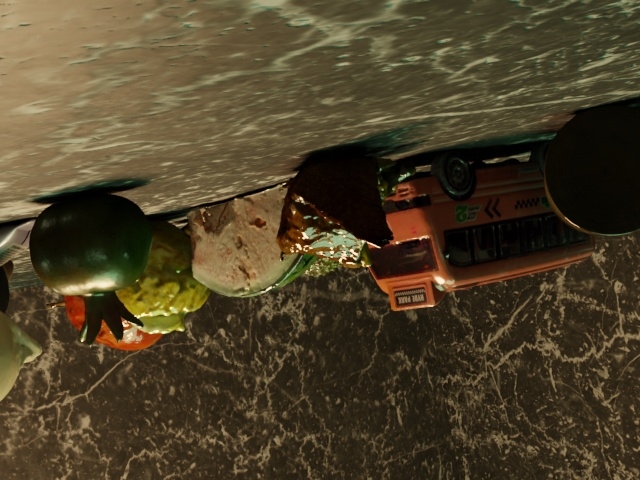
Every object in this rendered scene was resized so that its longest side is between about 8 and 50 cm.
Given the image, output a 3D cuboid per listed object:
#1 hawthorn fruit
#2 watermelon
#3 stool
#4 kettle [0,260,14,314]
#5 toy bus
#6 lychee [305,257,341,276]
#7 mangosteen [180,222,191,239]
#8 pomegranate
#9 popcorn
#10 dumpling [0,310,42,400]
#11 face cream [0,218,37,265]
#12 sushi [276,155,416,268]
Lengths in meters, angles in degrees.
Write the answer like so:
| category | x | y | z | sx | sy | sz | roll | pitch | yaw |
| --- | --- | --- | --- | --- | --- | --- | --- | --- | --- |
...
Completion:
| category | x | y | z | sx | sy | sz | roll | pitch | yaw |
| --- | --- | --- | --- | --- | --- | --- | --- | --- | --- |
| hawthorn fruit | -0.443 | 0.113 | 2.206 | 0.272 | 0.241 | 0.242 | -4 | 179 | 13 |
| watermelon | -0.077 | -0.021 | 1.764 | 0.305 | 0.180 | 0.224 | -17 | -142 | 40 |
| stool | 0.417 | -0.095 | 1.560 | 0.179 | 0.179 | 0.264 | -11 | 178 | 11 |
| kettle | -0.651 | 0.118 | 1.735 | 0.255 | 0.165 | 0.240 | -13 | -158 | 37 |
| toy bus | 0.264 | -0.030 | 1.805 | 0.427 | 0.232 | 0.203 | -10 | 178 | -39 |
| lychee | 0.000 | 0.000 | 2.354 | 0.171 | 0.171 | 0.171 | -11 | 178 | 0 |
| mangosteen | -0.215 | 0.016 | 2.071 | 0.153 | 0.152 | 0.152 | -11 | 178 | 0 |
| pomegranate | -0.286 | 0.034 | 1.372 | 0.152 | 0.191 | 0.131 | -10 | -165 | 16 |
| popcorn | -0.301 | 0.059 | 1.885 | 0.204 | 0.183 | 0.221 | 8 | -160 | -30 |
| dumpling | -0.584 | 0.164 | 1.465 | 0.316 | 0.233 | 0.395 | 2 | -170 | 27 |
| face cream | -0.528 | 0.030 | 1.572 | 0.274 | 0.096 | 0.154 | -24 | 175 | -3 |
| sushi | 0.032 | -0.044 | 1.480 | 0.179 | 0.166 | 0.296 | 10 | 166 | -8 |
